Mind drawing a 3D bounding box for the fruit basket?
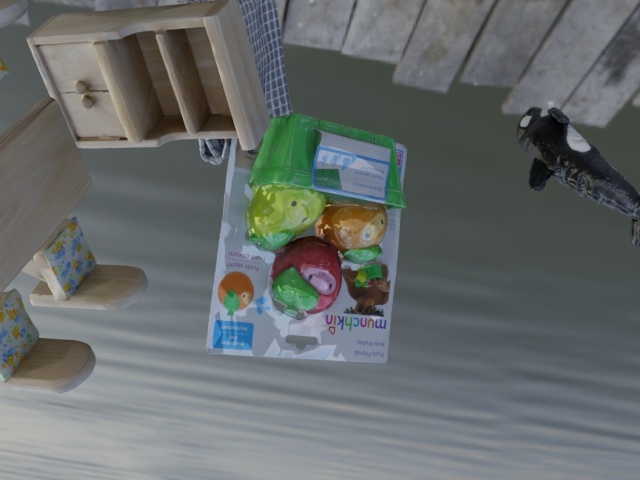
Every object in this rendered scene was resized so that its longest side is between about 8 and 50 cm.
[{"bbox_3d":[0.000,0.000,1.230,0.327,0.353,0.165,10,170,-34],"label":"fruit basket"}]

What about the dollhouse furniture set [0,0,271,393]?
[{"bbox_3d":[-0.250,-0.093,0.886,0.256,0.394,0.362,1,128,21],"label":"dollhouse furniture set"}]

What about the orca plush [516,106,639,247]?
[{"bbox_3d":[0.362,-0.090,1.227,0.102,0.287,0.151,-38,150,5],"label":"orca plush"}]

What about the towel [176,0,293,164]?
[{"bbox_3d":[-0.143,-0.299,1.453,0.121,0.235,0.284,0,116,14],"label":"towel"}]
